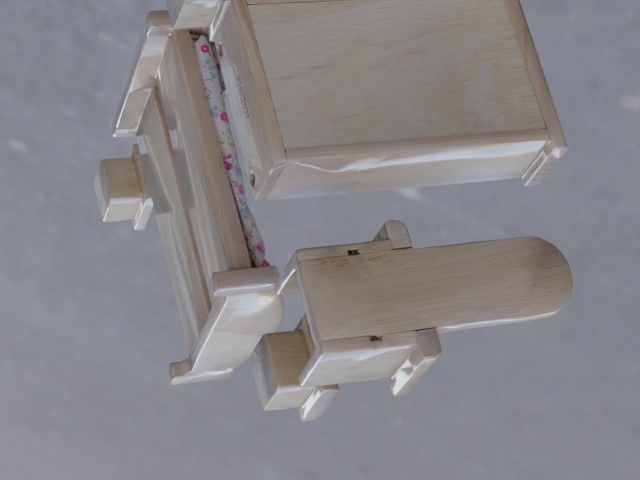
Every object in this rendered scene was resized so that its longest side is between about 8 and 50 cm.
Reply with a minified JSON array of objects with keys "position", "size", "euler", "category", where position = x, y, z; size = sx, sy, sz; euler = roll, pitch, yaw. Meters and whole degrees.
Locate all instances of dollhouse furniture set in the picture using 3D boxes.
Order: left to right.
[{"position":[0.000,0.000,1.177],"size":[0.173,0.303,0.355],"euler":[-6,155,-20],"category":"dollhouse furniture set"}]
